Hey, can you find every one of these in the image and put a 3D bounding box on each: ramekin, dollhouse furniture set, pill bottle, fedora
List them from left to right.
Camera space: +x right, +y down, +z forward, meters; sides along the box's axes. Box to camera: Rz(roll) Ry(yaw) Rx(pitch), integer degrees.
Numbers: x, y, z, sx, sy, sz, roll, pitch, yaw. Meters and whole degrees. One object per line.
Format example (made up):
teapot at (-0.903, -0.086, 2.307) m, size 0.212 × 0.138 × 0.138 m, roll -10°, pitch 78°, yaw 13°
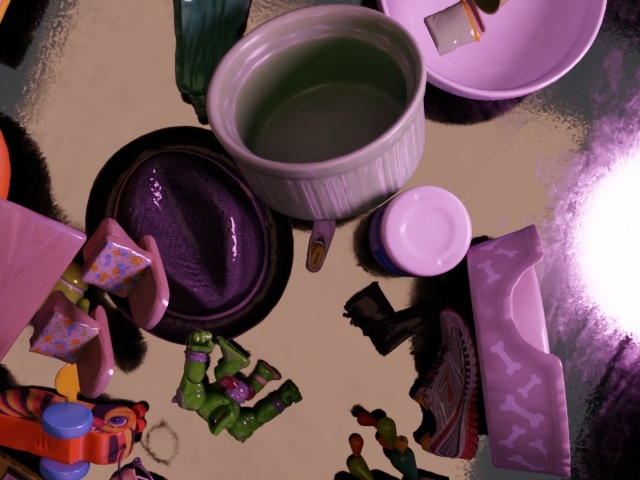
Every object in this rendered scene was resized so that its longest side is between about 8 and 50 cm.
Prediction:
dollhouse furniture set at (-0.434, 0.139, 1.245) m, size 0.362 × 0.256 × 0.394 m, roll 26°, pitch 113°, yaw -33°
fedora at (-0.192, -0.008, 1.466) m, size 0.334 × 0.152 × 0.334 m, roll 0°, pitch 88°, yaw -3°
ramekin at (0.005, -0.173, 1.424) m, size 0.303 × 0.148 × 0.303 m, roll -7°, pitch 54°, yaw 9°
pill bottle at (0.135, -0.008, 1.451) m, size 0.124 × 0.221 × 0.124 m, roll 0°, pitch 88°, yaw -3°
dollhouse furniture set at (0.174, -0.341, 1.409) m, size 0.076 × 0.058 × 0.152 m, roll -24°, pitch 89°, yaw -3°

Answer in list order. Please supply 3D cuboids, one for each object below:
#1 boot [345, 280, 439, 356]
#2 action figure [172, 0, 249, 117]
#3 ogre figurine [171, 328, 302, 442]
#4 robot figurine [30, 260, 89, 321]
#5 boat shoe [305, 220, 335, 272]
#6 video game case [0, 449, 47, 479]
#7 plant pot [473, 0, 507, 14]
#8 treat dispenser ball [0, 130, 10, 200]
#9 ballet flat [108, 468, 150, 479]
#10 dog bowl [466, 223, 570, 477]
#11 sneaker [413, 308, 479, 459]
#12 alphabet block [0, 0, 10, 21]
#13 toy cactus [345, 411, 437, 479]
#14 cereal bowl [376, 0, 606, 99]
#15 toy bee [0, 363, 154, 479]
boot at (0.106, 0.106, 1.536) m, size 0.121 × 0.045 × 0.099 m, roll -38°, pitch 87°, yaw -4°
action figure at (-0.172, -0.299, 1.523) m, size 0.137 × 0.063 × 0.232 m, roll 5°, pitch 84°, yaw -5°
ogre figurine at (-0.133, 0.219, 1.485) m, size 0.118 × 0.097 × 0.197 m, roll -53°, pitch 136°, yaw 1°
robot figurine at (-0.387, 0.078, 1.493) m, size 0.101 × 0.067 × 0.115 m, roll 33°, pitch 86°, yaw 6°
boat shoe at (0.000, 0.000, 1.535) m, size 0.035 × 0.035 × 0.100 m, roll 18°, pitch 87°, yaw -3°
video game case at (-0.543, 0.426, 1.487) m, size 0.248 × 0.035 × 0.275 m, roll 33°, pitch 87°, yaw -2°
plant pot at (0.256, -0.367, 1.411) m, size 0.079 × 0.083 × 0.083 m, roll -27°, pitch 90°, yaw -17°
treat dispenser ball at (-0.571, -0.095, 1.377) m, size 0.288 × 0.288 × 0.288 m, roll 0°, pitch 88°, yaw -4°
ballet flat at (-0.225, 0.409, 1.492) m, size 0.206 × 0.073 × 0.067 m, roll 42°, pitch 72°, yaw -5°
dog bowl at (0.269, 0.155, 1.405) m, size 0.102 × 0.349 × 0.349 m, roll -7°, pitch 88°, yaw 8°
sneaker at (0.187, 0.214, 1.514) m, size 0.092 × 0.088 × 0.225 m, roll 1°, pitch 87°, yaw 0°
alphabet block at (-0.544, -0.424, 1.443) m, size 0.197 × 0.192 × 0.193 m, roll 24°, pitch 88°, yaw -1°
toy cactus at (0.116, 0.369, 1.498) m, size 0.180 × 0.112 × 0.219 m, roll 6°, pitch 81°, yaw -6°
cereal bowl at (0.243, -0.369, 1.512) m, size 0.338 × 0.141 × 0.339 m, roll 0°, pitch 87°, yaw -3°
toy bee at (-0.335, 0.285, 1.466) m, size 0.298 × 0.162 × 0.195 m, roll 36°, pitch 117°, yaw 11°
